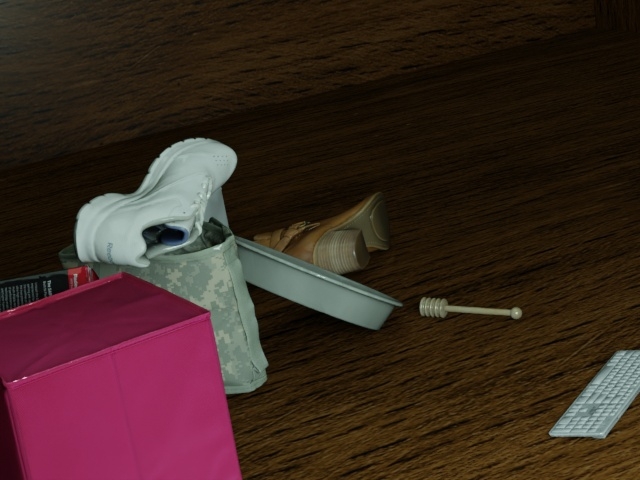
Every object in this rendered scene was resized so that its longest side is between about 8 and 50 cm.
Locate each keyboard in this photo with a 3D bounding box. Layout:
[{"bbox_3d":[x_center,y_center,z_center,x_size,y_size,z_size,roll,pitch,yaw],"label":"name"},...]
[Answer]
[{"bbox_3d":[0.370,0.192,1.786,0.072,0.014,0.256,1,20,32],"label":"keyboard"}]

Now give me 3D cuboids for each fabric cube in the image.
[{"bbox_3d":[-0.269,0.214,1.652,0.259,0.258,0.254,-19,20,-27],"label":"fabric cube"}]

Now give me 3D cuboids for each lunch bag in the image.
[{"bbox_3d":[-0.208,0.096,2.040,0.287,0.235,0.169,2,24,32],"label":"lunch bag"}]

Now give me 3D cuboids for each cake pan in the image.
[{"bbox_3d":[-0.019,0.065,2.119,0.293,0.054,0.293,22,0,0],"label":"cake pan"}]

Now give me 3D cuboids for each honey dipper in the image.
[{"bbox_3d":[0.229,0.107,2.125,0.160,0.030,0.030,4,21,28],"label":"honey dipper"}]

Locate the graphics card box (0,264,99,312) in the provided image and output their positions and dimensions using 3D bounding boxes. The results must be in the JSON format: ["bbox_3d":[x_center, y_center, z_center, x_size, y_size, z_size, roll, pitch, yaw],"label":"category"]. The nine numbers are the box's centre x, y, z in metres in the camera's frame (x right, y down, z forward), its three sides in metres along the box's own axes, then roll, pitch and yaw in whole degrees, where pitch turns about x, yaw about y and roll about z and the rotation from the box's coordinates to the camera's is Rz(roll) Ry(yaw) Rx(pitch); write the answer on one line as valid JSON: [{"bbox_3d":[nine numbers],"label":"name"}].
[{"bbox_3d":[-0.474,0.181,1.919,0.370,0.233,0.094,-10,-16,0],"label":"graphics card box"}]

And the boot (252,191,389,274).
[{"bbox_3d":[0.000,0.000,2.506,0.220,0.109,0.283,-7,24,22],"label":"boot"}]

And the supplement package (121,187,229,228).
[{"bbox_3d":[-0.269,0.027,2.372,0.203,0.194,0.149,-3,17,24],"label":"supplement package"}]

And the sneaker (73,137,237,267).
[{"bbox_3d":[-0.206,-0.042,1.954,0.129,0.111,0.297,20,44,30],"label":"sneaker"}]
